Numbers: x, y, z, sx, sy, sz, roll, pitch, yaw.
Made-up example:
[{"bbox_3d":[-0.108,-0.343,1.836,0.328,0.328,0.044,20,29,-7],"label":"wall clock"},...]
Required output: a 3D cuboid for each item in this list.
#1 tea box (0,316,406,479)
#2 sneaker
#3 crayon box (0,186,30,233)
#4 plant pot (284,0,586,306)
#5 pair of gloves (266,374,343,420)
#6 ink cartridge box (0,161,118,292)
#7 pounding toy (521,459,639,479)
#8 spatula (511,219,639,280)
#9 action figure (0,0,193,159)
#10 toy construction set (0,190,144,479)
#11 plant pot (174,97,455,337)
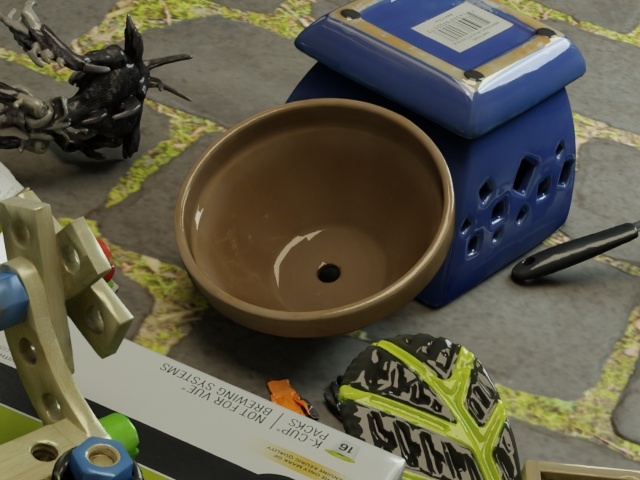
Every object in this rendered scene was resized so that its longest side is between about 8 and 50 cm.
[{"bbox_3d":[-0.168,0.235,1.141,0.329,0.220,0.323,22,34,16],"label":"tea box"},{"bbox_3d":[0.110,0.253,1.277,0.145,0.147,0.385,-9,57,-6],"label":"sneaker"},{"bbox_3d":[-0.337,0.074,1.234,0.081,0.318,0.202,44,37,0],"label":"crayon box"},{"bbox_3d":[0.102,-0.112,1.747,0.236,0.212,0.236,30,38,26],"label":"plant pot"},{"bbox_3d":[0.000,0.136,1.530,0.083,0.010,0.074,0,35,-19],"label":"pair of gloves"},{"bbox_3d":[-0.318,0.014,1.550,0.255,0.097,0.189,47,34,-9],"label":"ink cartridge box"},{"bbox_3d":[0.207,0.231,1.398,0.130,0.100,0.141,7,45,-7],"label":"pounding toy"},{"bbox_3d":[0.312,-0.028,1.757,0.296,0.030,0.084,-27,24,-6],"label":"spatula"},{"bbox_3d":[-0.258,-0.137,1.724,0.275,0.164,0.141,-22,51,-32],"label":"action figure"},{"bbox_3d":[-0.218,0.115,0.989,0.327,0.151,0.215,-34,53,-30],"label":"toy construction set"},{"bbox_3d":[0.000,0.000,1.606,0.237,0.110,0.237,-4,54,6],"label":"plant pot"}]
